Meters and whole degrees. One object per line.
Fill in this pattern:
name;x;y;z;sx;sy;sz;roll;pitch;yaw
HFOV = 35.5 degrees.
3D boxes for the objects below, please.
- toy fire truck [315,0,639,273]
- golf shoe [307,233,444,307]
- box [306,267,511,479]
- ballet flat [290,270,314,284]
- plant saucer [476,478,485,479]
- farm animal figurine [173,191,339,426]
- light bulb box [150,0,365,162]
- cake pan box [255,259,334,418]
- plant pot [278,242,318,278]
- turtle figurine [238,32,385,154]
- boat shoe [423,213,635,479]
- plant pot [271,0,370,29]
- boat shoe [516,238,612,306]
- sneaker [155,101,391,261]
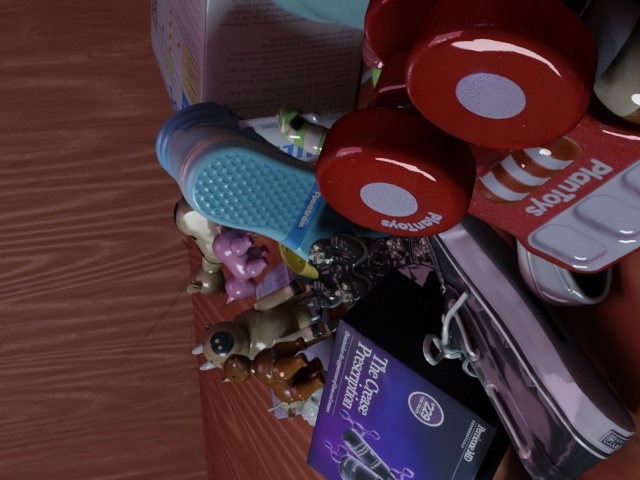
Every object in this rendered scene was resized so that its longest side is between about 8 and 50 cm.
toy fire truck;0.158;-0.089;0.619;0.302;0.254;0.169;-44;25;58
golf shoe;0.106;0.033;1.098;0.273;0.120;0.105;9;100;49
box;0.098;0.185;1.030;0.184;0.103;0.261;31;139;20
ballet flat;-0.007;-0.028;1.495;0.079;0.077;0.221;-85;2;-49
plant saucer;0.161;0.421;0.882;0.400;0.101;0.400;5;-90;-72
farm animal figurine;-0.099;0.104;1.413;0.327;0.172;0.330;38;-152;-61
light bulb box;-0.097;-0.342;1.375;0.361;0.225;0.358;98;157;-43
cake pan box;-0.043;0.170;1.683;0.267;0.070;0.245;137;126;-69
plant pot;0.000;0.000;1.356;0.134;0.095;0.134;32;132;44
turtle figurine;0.040;-0.181;1.046;0.266;0.198;0.274;107;149;-43
boat shoe;0.150;0.079;0.882;0.105;0.113;0.306;-44;54;19
plant pot;0.097;-0.282;0.737;0.196;0.293;0.293;29;129;37
boat shoe;0.196;-0.056;0.805;0.081;0.079;0.227;7;110;66
sneaker;-0.062;-0.079;1.245;0.127;0.319;0.208;-57;40;9
